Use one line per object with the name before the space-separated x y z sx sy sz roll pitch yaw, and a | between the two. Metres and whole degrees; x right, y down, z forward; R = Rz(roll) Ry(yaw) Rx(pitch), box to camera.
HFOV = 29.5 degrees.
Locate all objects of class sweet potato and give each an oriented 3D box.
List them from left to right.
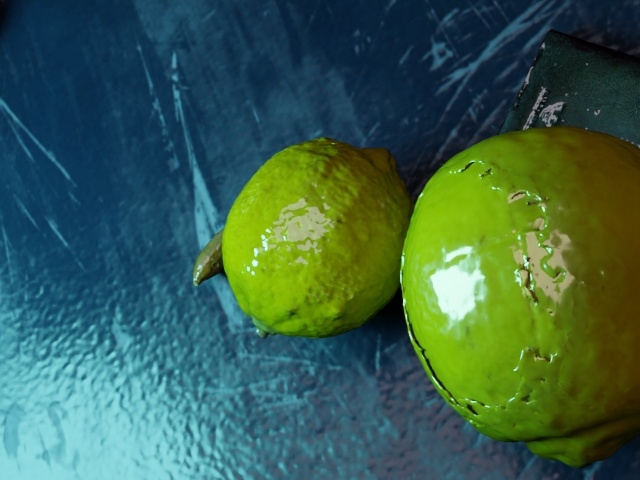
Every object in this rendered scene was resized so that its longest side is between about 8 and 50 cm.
sweet potato | -0.115 0.013 1.367 0.034 0.034 0.095 31 72 26

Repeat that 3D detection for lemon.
lemon | 0.000 0.000 1.243 0.192 0.192 0.231 32 83 26
lemon | 0.213 0.044 1.100 0.297 0.297 0.297 -7 68 17

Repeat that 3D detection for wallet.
wallet | 0.342 -0.105 1.245 0.318 0.045 0.172 23 78 26
